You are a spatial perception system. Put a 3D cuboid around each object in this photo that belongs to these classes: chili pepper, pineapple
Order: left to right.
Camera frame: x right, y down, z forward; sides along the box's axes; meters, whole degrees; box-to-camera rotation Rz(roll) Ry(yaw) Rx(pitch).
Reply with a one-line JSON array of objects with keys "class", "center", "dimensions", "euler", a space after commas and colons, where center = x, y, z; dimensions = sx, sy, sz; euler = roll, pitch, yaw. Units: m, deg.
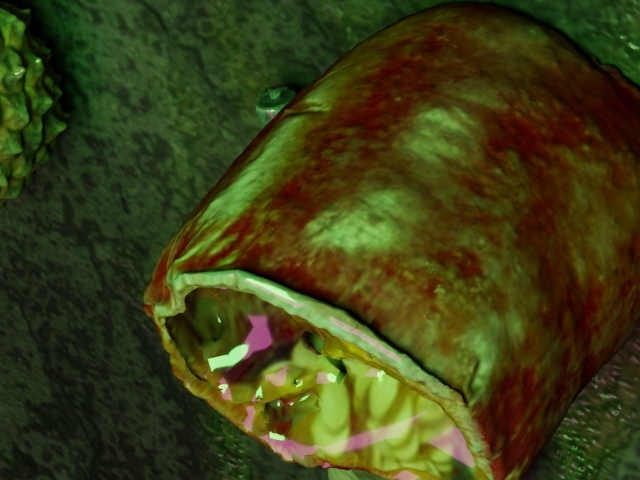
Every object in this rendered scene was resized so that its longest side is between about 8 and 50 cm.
[{"class": "pineapple", "center": [-0.258, -0.087, 1.339], "dimensions": [0.166, 0.166, 0.193], "euler": [13, 146, 27]}, {"class": "chili pepper", "center": [0.054, 0.023, 1.105], "dimensions": [0.251, 0.305, 0.229], "euler": [41, 138, -2]}]

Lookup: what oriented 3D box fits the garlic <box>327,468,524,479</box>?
[{"class": "garlic", "center": [0.076, 0.143, 1.313], "dimensions": [0.147, 0.102, 0.159], "euler": [-9, 146, 6]}]

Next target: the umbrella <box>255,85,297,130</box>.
[{"class": "umbrella", "center": [0.000, 0.000, 1.299], "dimensions": [0.066, 0.059, 0.236], "euler": [-8, 118, 12]}]
